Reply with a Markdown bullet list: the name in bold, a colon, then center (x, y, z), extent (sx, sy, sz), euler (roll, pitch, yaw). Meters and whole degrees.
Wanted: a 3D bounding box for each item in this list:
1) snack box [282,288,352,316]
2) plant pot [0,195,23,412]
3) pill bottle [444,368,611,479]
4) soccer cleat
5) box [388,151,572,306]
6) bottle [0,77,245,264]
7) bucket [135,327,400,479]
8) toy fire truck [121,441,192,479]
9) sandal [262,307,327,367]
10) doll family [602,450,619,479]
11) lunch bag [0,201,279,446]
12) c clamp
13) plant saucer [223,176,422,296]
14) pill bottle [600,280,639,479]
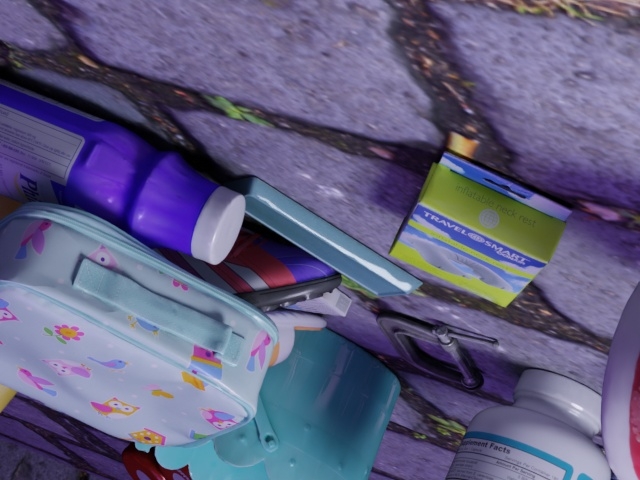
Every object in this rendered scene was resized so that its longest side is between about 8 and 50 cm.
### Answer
- **snack box**: center (-0.050, 0.046, 1.798), extent (0.178, 0.022, 0.064), euler (6, 156, 48)
- **plant pot**: center (-0.359, 0.047, 1.870), extent (0.254, 0.239, 0.254), euler (23, 163, 7)
- **pill bottle**: center (0.183, 0.258, 1.687), extent (0.146, 0.264, 0.146), euler (24, 163, 8)
- **soccer cleat**: center (-0.132, 0.013, 1.692), extent (0.318, 0.116, 0.109), euler (-2, -178, 26)
- **box**: center (0.119, -0.005, 1.360), extent (0.109, 0.042, 0.178), euler (24, 165, 1)
- **bottle**: center (-0.205, -0.059, 1.563), extent (0.283, 0.092, 0.118), euler (22, 164, 13)
- **bucket**: center (-0.055, 0.196, 1.987), extent (0.281, 0.183, 0.281), euler (23, 163, 7)
- **toy fire truck**: center (-0.187, 0.195, 2.275), extent (0.254, 0.169, 0.302), euler (56, 154, -14)
- **sandal**: center (-0.122, 0.108, 1.820), extent (0.265, 0.076, 0.102), euler (-2, -176, -27)
- **doll family**: center (0.299, 0.268, 1.903), extent (0.193, 0.076, 0.111), euler (31, 168, -4)
- **lunch bag**: center (-0.181, 0.078, 1.566), extent (0.279, 0.107, 0.224), euler (28, 148, -21)
- **c clamp**: center (0.120, 0.113, 1.759), extent (0.137, 0.022, 0.160), euler (19, 162, 20)
- **plant saucer**: center (0.000, 0.000, 1.592), extent (0.192, 0.018, 0.067), euler (33, 162, -22)
- **pill bottle**: center (0.358, 0.117, 1.147), extent (0.319, 0.176, 0.176), euler (13, 160, 36)
